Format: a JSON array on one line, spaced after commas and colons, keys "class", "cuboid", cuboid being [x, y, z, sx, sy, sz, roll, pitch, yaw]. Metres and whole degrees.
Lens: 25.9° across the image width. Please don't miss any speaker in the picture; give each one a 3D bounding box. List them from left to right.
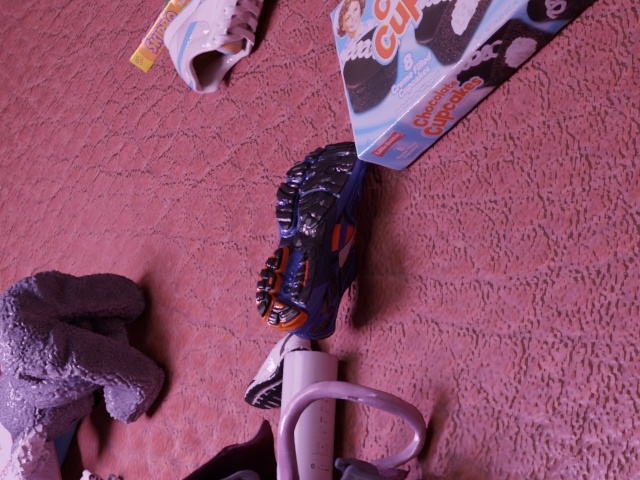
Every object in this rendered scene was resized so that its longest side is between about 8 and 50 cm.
[{"class": "speaker", "cuboid": [-0.012, 0.176, 1.341, 0.055, 0.055, 0.136, -20, 63, 52]}]

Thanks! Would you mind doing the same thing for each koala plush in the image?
[{"class": "koala plush", "cuboid": [-0.333, 0.166, 1.700, 0.221, 0.203, 0.196, -55, 37, 35]}]

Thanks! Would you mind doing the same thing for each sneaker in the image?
[{"class": "sneaker", "cuboid": [-0.101, -0.272, 1.630, 0.228, 0.087, 0.092, -53, 50, 38]}, {"class": "sneaker", "cuboid": [-0.041, 0.132, 1.425, 0.109, 0.040, 0.043, -47, 26, 31]}, {"class": "sneaker", "cuboid": [0.000, 0.000, 1.370, 0.083, 0.087, 0.221, 3, 62, 34]}]

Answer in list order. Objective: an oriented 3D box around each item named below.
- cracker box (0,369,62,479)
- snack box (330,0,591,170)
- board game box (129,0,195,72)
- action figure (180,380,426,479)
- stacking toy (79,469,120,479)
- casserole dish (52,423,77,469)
[{"class": "cracker box", "cuboid": [-0.407, 0.305, 1.802, 0.155, 0.067, 0.232, -53, 40, 29]}, {"class": "snack box", "cuboid": [0.133, -0.229, 1.275, 0.322, 0.060, 0.187, -42, 45, 40]}, {"class": "board game box", "cuboid": [-0.147, -0.330, 1.712, 0.259, 0.039, 0.124, -45, 16, 35]}, {"class": "action figure", "cuboid": [-0.075, 0.318, 1.260, 0.275, 0.248, 0.370, -62, -12, -45]}, {"class": "stacking toy", "cuboid": [-0.250, 0.389, 1.617, 0.167, 0.052, 0.221, 16, 92, 57]}, {"class": "casserole dish", "cuboid": [-0.359, 0.243, 1.850, 0.114, 0.037, 0.188, 33, 106, 55]}]
